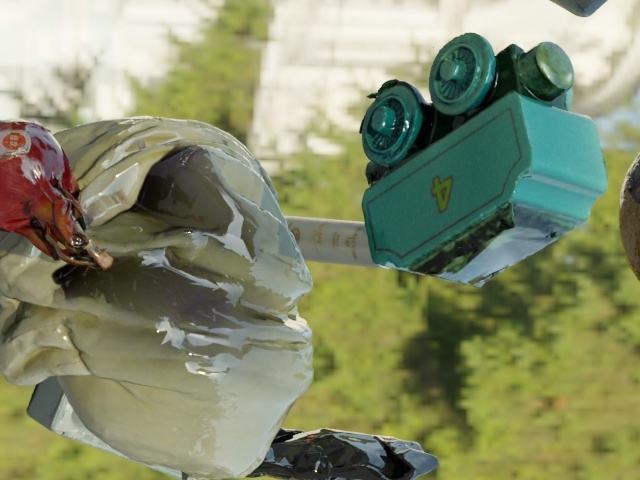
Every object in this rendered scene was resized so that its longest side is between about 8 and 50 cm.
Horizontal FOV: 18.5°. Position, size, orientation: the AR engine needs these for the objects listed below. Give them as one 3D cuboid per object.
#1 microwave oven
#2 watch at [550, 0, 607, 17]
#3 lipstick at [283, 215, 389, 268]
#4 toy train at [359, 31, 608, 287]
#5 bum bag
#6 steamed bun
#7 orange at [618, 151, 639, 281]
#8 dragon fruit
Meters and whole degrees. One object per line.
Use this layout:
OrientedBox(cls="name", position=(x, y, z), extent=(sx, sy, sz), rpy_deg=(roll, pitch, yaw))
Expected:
OrientedBox(cls="microwave oven", position=(-0.226, 0.198, 2.365), extent=(0.162, 0.208, 0.122), rpy_deg=(7, -105, 68))
OrientedBox(cls="watch", position=(0.336, -0.364, 2.348), extent=(0.193, 0.068, 0.206), rpy_deg=(-52, -155, 5))
OrientedBox(cls="lipstick", position=(0.000, 0.000, 2.526), extent=(0.264, 0.059, 0.059), rpy_deg=(4, -86, 49))
OrientedBox(cls="toy train", position=(0.111, -0.055, 1.414), extent=(0.198, 0.107, 0.154), rpy_deg=(-34, -126, 39))
OrientedBox(cls="bum bag", position=(0.010, 0.298, 2.661), extent=(0.137, 0.310, 0.074), rpy_deg=(-44, 134, -72))
OrientedBox(cls="steamed bun", position=(-0.131, 0.033, 1.607), extent=(0.275, 0.320, 0.206), rpy_deg=(-53, -174, -27))
OrientedBox(cls="orange", position=(0.405, -0.025, 1.951), extent=(0.236, 0.236, 0.236), rpy_deg=(-179, -90, -79))
OrientedBox(cls="dragon fruit", position=(-0.215, -0.038, 1.486), extent=(0.190, 0.094, 0.094), rpy_deg=(30, -56, 42))
